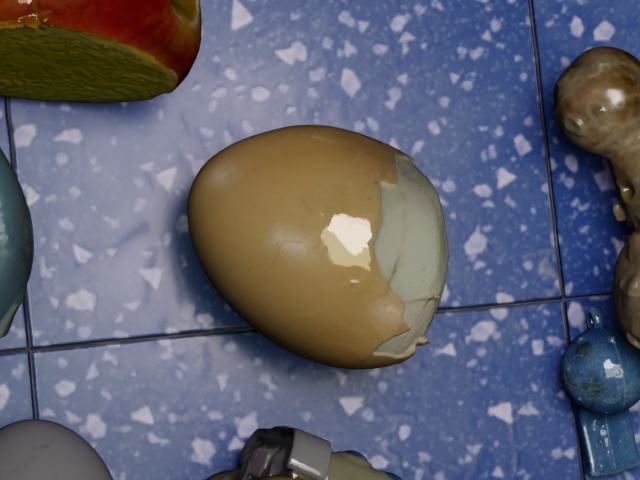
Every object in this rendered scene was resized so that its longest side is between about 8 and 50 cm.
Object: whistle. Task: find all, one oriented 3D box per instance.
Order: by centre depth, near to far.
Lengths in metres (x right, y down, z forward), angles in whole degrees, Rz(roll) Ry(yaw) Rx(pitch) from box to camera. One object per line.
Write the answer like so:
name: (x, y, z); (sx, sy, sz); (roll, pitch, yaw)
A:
whistle: (0.267, 0.138, 1.693); (0.090, 0.090, 0.158); (-12, 86, -12)

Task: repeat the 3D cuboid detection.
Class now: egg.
egg: (-0.239, 0.250, 1.547); (0.146, 0.146, 0.198); (0, 91, -11)
egg: (0.000, 0.000, 1.596); (0.244, 0.201, 0.201); (23, 80, 3)

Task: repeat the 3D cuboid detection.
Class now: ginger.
ginger: (0.325, -0.037, 1.675); (0.245, 0.155, 0.304); (-6, 71, -44)

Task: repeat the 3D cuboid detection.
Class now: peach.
peach: (-0.244, -0.223, 1.560); (0.275, 0.248, 0.245); (-8, 51, 0)

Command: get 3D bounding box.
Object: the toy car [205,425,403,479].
toy car: (-0.022, 0.340, 1.541); (0.226, 0.242, 0.336); (23, 79, -11)

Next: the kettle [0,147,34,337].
kettle: (-0.405, -0.011, 1.484); (0.319, 0.247, 0.342); (-28, 100, 9)
